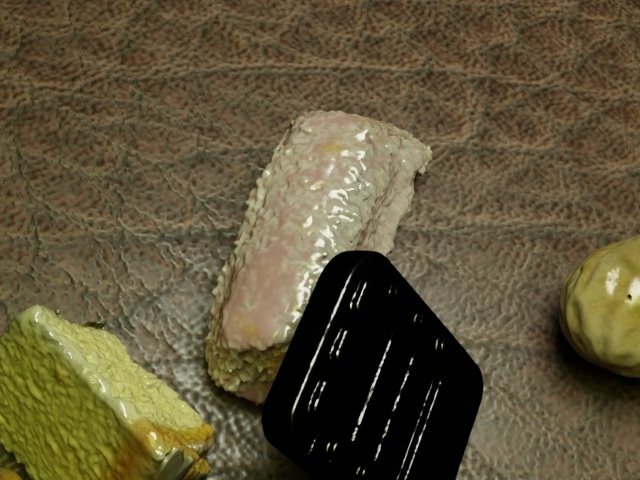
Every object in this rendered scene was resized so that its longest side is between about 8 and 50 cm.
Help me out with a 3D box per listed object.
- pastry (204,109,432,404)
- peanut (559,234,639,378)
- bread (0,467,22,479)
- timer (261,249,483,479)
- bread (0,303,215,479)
[{"bbox_3d":[-0.001,-0.010,0.765,0.103,0.112,0.265,16,58,20],"label":"pastry"},{"bbox_3d":[0.290,0.041,0.801,0.236,0.110,0.120,-12,46,-23],"label":"peanut"},{"bbox_3d":[-0.131,0.359,0.587,0.233,0.245,0.361,-43,111,-16],"label":"bread"},{"bbox_3d":[0.038,0.107,0.696,0.055,0.187,0.144,0,55,40],"label":"timer"},{"bbox_3d":[-0.134,0.110,0.666,0.147,0.152,0.127,46,55,12],"label":"bread"}]
